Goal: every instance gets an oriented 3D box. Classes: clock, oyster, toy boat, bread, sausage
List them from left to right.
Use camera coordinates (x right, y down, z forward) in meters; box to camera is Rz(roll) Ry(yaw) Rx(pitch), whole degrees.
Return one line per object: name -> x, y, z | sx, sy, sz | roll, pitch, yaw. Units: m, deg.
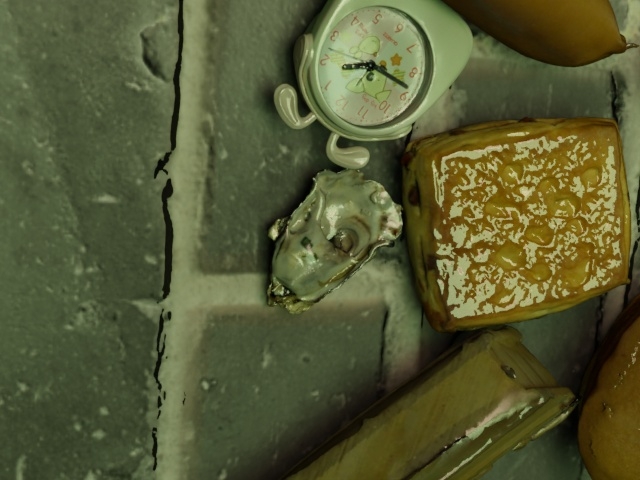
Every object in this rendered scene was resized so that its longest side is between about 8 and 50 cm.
oyster -> -0.001, -0.002, 1.385 | 0.166, 0.053, 0.108 | -45, 114, -6
clock -> 0.045, -0.172, 1.355 | 0.151, 0.062, 0.191 | 38, 89, -24
toy boat -> 0.056, 0.247, 1.428 | 0.445, 0.136, 0.162 | -34, 153, -11
bread -> 0.201, -0.023, 1.430 | 0.235, 0.099, 0.211 | -11, 104, -11
sausage -> 0.203, -0.240, 1.353 | 0.328, 0.112, 0.112 | 27, 93, -38
bread -> 0.386, 0.158, 1.483 | 0.195, 0.143, 0.270 | 33, 103, -6
